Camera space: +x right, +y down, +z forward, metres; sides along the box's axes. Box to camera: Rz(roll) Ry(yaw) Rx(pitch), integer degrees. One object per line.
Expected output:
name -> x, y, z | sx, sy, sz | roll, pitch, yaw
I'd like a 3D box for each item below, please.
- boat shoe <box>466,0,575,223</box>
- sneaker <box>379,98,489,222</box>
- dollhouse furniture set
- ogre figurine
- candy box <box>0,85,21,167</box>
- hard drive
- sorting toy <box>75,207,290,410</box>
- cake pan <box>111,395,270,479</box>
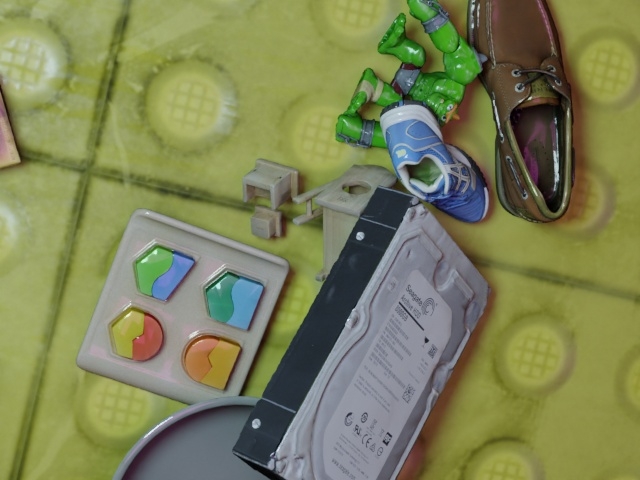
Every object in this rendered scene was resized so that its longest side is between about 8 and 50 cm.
boat shoe -> 0.249, -0.173, 1.804 | 0.110, 0.104, 0.307 | -14, 98, -9
sneaker -> 0.128, -0.071, 1.767 | 0.080, 0.081, 0.211 | -20, 141, 26
dollhouse furniture set -> 0.000, 0.000, 1.806 | 0.161, 0.101, 0.182 | 18, 126, 25
ogre figurine -> 0.110, -0.180, 1.780 | 0.118, 0.097, 0.197 | 26, 90, -11
candy box -> -0.434, -0.115, 1.702 | 0.186, 0.053, 0.109 | -16, 99, -8
hard drive -> 0.058, 0.140, 1.725 | 0.339, 0.064, 0.237 | -61, 142, -16
sorting toy -> -0.156, 0.086, 1.765 | 0.193, 0.038, 0.208 | 20, 103, -13
cake pan -> -0.112, 0.312, 1.789 | 0.293, 0.054, 0.293 | -4, 104, -16
